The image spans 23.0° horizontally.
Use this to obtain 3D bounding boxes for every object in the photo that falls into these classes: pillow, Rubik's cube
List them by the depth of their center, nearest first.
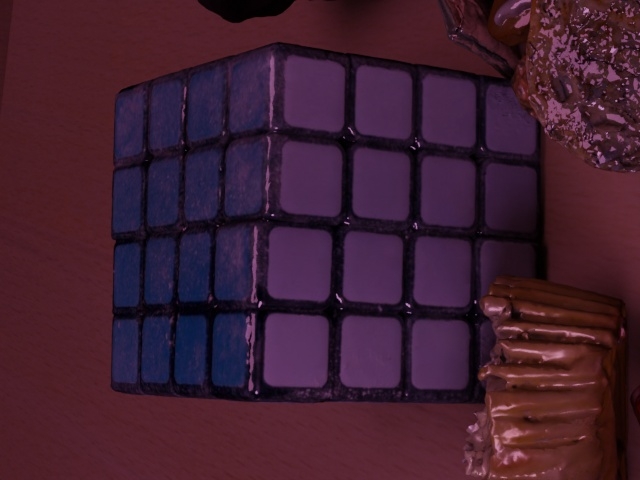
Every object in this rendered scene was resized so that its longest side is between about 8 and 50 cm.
[{"bbox_3d":[0.000,0.000,1.633,0.344,0.344,0.337,-9,79,58],"label":"Rubik's cube"},{"bbox_3d":[0.141,-0.267,1.656,0.043,0.126,0.232,-38,49,18],"label":"pillow"}]

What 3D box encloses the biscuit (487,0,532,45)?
[{"bbox_3d":[0.210,-0.333,1.561,0.197,0.049,0.301,-30,47,28],"label":"biscuit"}]

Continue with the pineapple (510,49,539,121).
[{"bbox_3d":[0.271,-0.174,1.452,0.198,0.108,0.108,-32,58,43],"label":"pineapple"}]

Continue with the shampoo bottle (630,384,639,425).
[{"bbox_3d":[0.340,0.255,1.294,0.118,0.076,0.314,122,140,-49],"label":"shampoo bottle"}]

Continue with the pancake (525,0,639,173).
[{"bbox_3d":[0.299,-0.186,1.354,0.282,0.049,0.282,0,89,30],"label":"pancake"}]

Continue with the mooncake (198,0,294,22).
[{"bbox_3d":[-0.045,-0.417,1.752,0.351,0.381,0.212,-25,63,13],"label":"mooncake"}]

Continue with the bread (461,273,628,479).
[{"bbox_3d":[0.204,0.167,1.419,0.149,0.274,0.274,3,88,17],"label":"bread"}]
